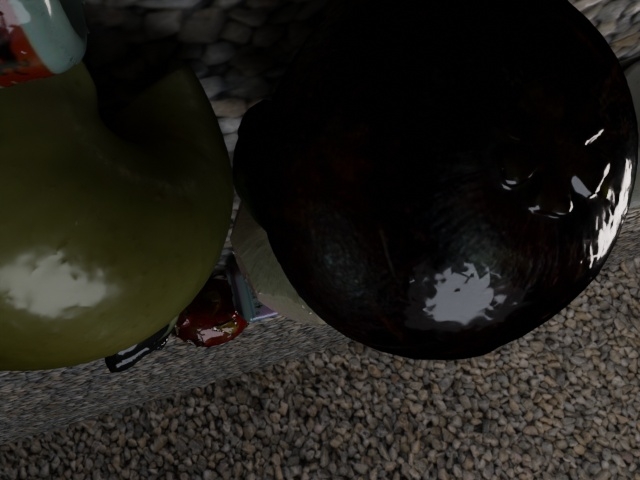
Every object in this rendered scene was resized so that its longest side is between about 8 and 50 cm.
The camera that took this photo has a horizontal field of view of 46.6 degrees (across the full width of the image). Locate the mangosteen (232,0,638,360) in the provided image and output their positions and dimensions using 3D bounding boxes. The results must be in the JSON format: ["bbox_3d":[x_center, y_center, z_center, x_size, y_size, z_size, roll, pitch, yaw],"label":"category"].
[{"bbox_3d":[0.092,-0.061,0.612,0.330,0.329,0.330,-15,165,-4],"label":"mangosteen"}]

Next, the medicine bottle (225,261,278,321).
[{"bbox_3d":[-0.052,0.064,1.230,0.188,0.094,0.119,-14,-173,-14],"label":"medicine bottle"}]

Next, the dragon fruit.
[{"bbox_3d":[-0.171,0.114,1.328,0.125,0.125,0.246,-51,164,32],"label":"dragon fruit"}]

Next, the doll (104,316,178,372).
[{"bbox_3d":[-0.280,0.112,1.121,0.135,0.143,0.234,-17,166,-22],"label":"doll"}]

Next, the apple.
[{"bbox_3d":[-0.212,-0.020,0.542,0.258,0.233,0.295,-27,162,24],"label":"apple"}]

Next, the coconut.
[{"bbox_3d":[0.000,0.000,0.883,0.224,0.224,0.234,-19,177,7],"label":"coconut"}]

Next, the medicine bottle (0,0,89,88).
[{"bbox_3d":[-0.236,-0.120,0.338,0.226,0.139,0.139,-15,165,-6],"label":"medicine bottle"}]

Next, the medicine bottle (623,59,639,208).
[{"bbox_3d":[0.430,-0.131,0.999,0.144,0.143,0.258,-17,164,1],"label":"medicine bottle"}]
